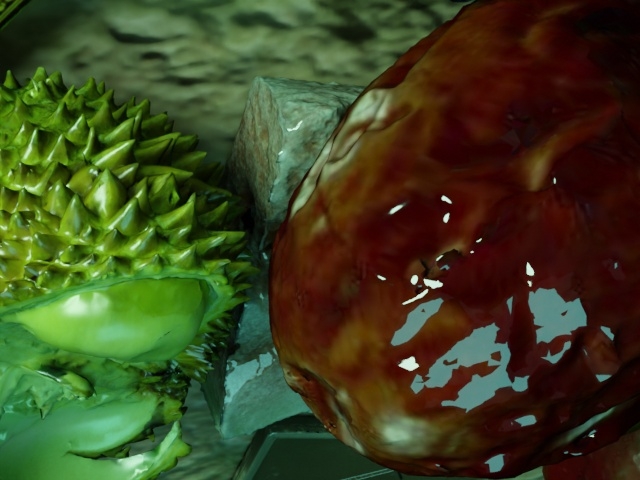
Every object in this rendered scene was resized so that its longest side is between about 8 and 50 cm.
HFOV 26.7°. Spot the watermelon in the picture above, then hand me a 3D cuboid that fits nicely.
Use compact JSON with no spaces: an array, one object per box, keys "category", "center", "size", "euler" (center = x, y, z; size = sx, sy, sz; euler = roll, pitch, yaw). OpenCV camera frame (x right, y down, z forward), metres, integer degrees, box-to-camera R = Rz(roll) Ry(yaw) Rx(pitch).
[{"category":"watermelon","center":[0.000,0.000,0.729],"size":[0.154,0.094,0.241],"euler":[-13,140,-10]}]

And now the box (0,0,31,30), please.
[{"category":"box","center":[-0.226,-0.155,0.492],"size":[0.153,0.041,0.279],"euler":[-37,136,26]}]

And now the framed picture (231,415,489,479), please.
[{"category":"framed picture","center":[0.034,0.178,1.009],"size":[0.203,0.015,0.150],"euler":[3,140,-21]}]

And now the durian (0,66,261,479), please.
[{"category":"durian","center":[-0.129,0.027,0.635],"size":[0.200,0.176,0.237],"euler":[-9,141,-14]}]

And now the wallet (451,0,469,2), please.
[{"category":"wallet","center":[0.086,-0.228,0.477],"size":[0.262,0.071,0.221],"euler":[-34,133,20]}]

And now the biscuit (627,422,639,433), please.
[{"category":"biscuit","center":[0.173,0.031,0.732],"size":[0.212,0.212,0.036],"euler":[-33,106,24]}]

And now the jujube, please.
[{"category":"jujube","center":[0.108,-0.017,0.605],"size":[0.290,0.197,0.197],"euler":[-39,148,-21]}]

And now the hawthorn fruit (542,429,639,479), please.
[{"category":"hawthorn fruit","center":[0.231,0.117,0.883],"size":[0.181,0.181,0.235],"euler":[-11,126,-3]}]
